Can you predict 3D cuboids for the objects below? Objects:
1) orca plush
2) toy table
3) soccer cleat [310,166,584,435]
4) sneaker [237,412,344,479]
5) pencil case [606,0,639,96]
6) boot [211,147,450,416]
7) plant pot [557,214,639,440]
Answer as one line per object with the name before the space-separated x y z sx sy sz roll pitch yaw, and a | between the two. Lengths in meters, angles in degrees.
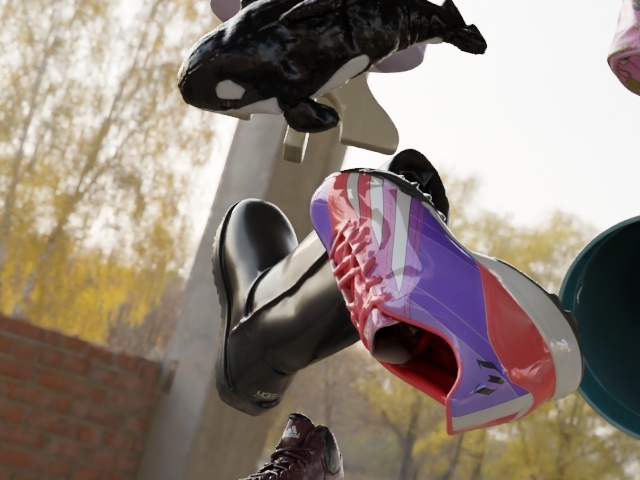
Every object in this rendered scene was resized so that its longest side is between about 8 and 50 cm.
orca plush | 0.015 -0.182 0.991 0.287 0.151 0.102 -1 -13 -10
toy table | -0.017 -0.209 1.355 0.274 0.160 0.252 11 -16 12
soccer cleat | 0.061 0.036 0.858 0.116 0.108 0.318 -23 38 -23
sneaker | -0.070 0.305 1.451 0.106 0.162 0.281 -1 -14 41
pencil case | 0.497 -0.363 1.430 0.167 0.386 0.160 6 -19 44
boot | 0.000 0.002 1.530 0.146 0.367 0.445 12 -35 -25
plant pot | 0.451 0.079 1.301 0.272 0.271 0.255 11 16 29
